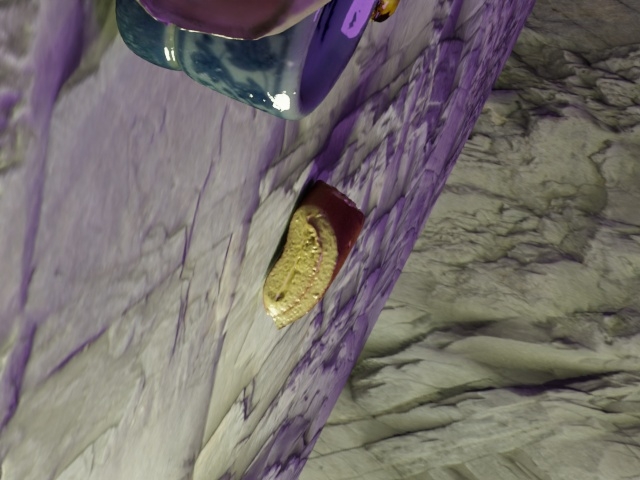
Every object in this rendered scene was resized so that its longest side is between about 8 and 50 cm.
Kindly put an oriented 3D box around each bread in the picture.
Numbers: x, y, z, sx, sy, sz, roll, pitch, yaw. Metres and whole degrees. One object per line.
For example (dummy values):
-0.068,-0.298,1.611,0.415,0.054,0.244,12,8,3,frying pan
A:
0.001,0.001,1.614,0.119,0.067,0.192,106,11,-45,bread

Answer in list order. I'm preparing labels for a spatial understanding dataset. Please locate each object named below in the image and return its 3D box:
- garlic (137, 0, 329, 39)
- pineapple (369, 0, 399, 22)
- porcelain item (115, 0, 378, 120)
-0.022,-0.209,0.626,0.229,0.178,0.143,-50,-151,19,garlic
0.075,-0.272,1.216,0.225,0.076,0.225,-53,177,-4,pineapple
-0.032,-0.147,0.772,0.147,0.114,0.147,-62,170,-19,porcelain item
